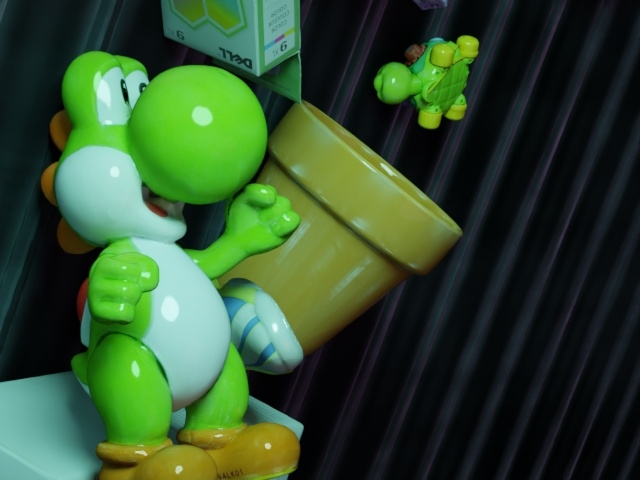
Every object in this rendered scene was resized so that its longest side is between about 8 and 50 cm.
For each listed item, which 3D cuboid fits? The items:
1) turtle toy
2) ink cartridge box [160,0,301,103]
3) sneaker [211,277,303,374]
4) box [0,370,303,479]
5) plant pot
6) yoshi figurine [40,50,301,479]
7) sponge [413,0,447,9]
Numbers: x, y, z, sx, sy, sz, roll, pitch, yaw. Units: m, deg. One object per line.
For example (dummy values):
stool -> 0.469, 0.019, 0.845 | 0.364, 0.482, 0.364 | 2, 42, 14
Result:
turtle toy -> 0.109, -0.170, 1.792 | 0.130, 0.066, 0.095 | -22, 130, -50
ink cartridge box -> -0.076, -0.207, 1.427 | 0.062, 0.109, 0.209 | -39, 142, -37
sneaker -> -0.109, 0.093, 1.501 | 0.126, 0.240, 0.091 | -35, 110, -17
box -> -0.200, 0.245, 1.509 | 0.345, 0.168, 0.215 | -4, 115, -58
plant pot -> 0.000, 0.000, 1.639 | 0.188, 0.205, 0.205 | -51, 151, 7
yoshi figurine -> -0.104, 0.016, 1.329 | 0.203, 0.203, 0.362 | 144, -66, -79
sponge -> 0.095, -0.336, 1.603 | 0.117, 0.031, 0.210 | 27, 64, -62
